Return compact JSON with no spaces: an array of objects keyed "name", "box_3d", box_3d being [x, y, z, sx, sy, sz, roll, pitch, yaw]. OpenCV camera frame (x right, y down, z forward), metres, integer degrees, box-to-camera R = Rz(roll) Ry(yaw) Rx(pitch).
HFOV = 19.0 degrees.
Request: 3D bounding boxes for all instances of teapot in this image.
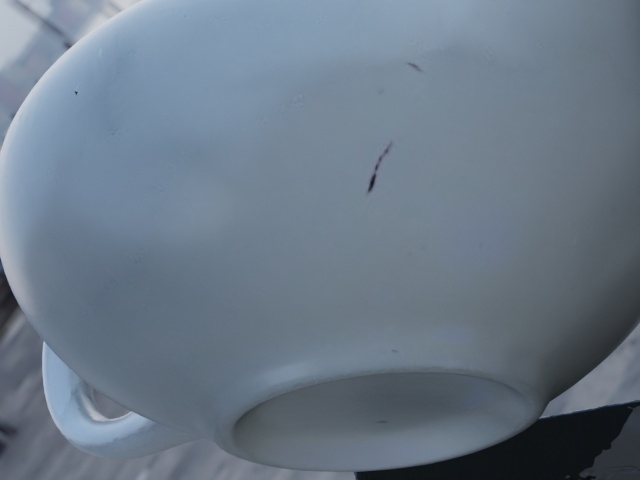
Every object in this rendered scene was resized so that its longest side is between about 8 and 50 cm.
[{"name":"teapot","box_3d":[0.000,0.000,0.401,0.226,0.145,0.092,-31,53,43]}]

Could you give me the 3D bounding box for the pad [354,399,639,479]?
[{"name":"pad","box_3d":[0.109,0.097,0.469,0.004,0.190,0.127,63,-163,-75]}]
